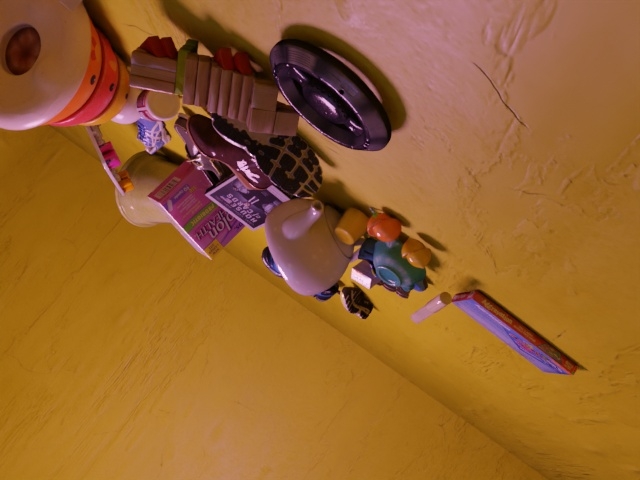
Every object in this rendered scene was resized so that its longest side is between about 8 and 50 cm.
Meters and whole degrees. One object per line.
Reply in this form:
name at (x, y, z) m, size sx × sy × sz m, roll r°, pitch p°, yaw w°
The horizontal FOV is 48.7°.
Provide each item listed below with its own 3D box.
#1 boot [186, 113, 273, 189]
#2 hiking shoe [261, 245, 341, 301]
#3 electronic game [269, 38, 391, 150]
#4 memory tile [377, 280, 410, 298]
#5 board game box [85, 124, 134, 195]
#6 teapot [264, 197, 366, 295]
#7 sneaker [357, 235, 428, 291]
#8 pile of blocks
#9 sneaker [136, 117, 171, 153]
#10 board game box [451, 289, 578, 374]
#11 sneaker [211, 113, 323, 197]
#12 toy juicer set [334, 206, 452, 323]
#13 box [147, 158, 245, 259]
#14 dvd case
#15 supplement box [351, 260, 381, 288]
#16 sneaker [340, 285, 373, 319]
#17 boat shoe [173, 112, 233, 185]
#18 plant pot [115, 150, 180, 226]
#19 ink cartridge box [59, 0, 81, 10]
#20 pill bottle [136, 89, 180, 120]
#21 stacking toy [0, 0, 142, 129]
boot at (-0.186, -0.225, 1.655) m, size 0.248 × 0.090 × 0.207 m, roll 45°, pitch 152°, yaw -17°
hiking shoe at (-0.062, 0.100, 2.487) m, size 0.304 × 0.113 × 0.132 m, roll 31°, pitch 158°, yaw -12°
electronic game at (0.014, -0.220, 1.091) m, size 0.229 × 0.048 × 0.229 m, roll 37°, pitch 168°, yaw 9°
memory tile at (0.166, 0.104, 1.839) m, size 0.148 × 0.012 × 0.113 m, roll 27°, pitch -164°, yaw 3°
board game box at (-0.698, -0.360, 2.208) m, size 0.390 × 0.050 × 0.390 m, roll 65°, pitch 169°, yaw 4°
teapot at (0.000, 0.000, 1.687) m, size 0.253 × 0.187 × 0.256 m, roll 61°, pitch -165°, yaw -18°
sneaker at (0.171, 0.074, 1.713) m, size 0.209 × 0.082 × 0.069 m, roll 40°, pitch 166°, yaw -23°
pile of blocks at (-0.181, -0.302, 1.271) m, size 0.362 × 0.149 × 0.113 m, roll 23°, pitch 122°, yaw 18°
sneaker at (-0.514, -0.329, 2.131) m, size 0.080 × 0.081 × 0.211 m, roll 35°, pitch 167°, yaw 18°
board game box at (0.435, 0.210, 1.605) m, size 0.281 × 0.027 × 0.145 m, roll 37°, pitch 170°, yaw -2°
sneaker at (-0.103, -0.201, 1.461) m, size 0.275 × 0.107 × 0.110 m, roll 42°, pitch -173°, yaw -5°
toy juicer set at (0.194, 0.048, 1.558) m, size 0.329 × 0.089 × 0.209 m, roll 49°, pitch 152°, yaw -17°
box at (-0.340, -0.108, 2.080) m, size 0.243 × 0.213 × 0.117 m, roll 52°, pitch 165°, yaw -29°
dvd case at (-0.181, -0.114, 1.892) m, size 0.179 × 0.030 × 0.238 m, roll 38°, pitch 145°, yaw -23°
supplement box at (0.131, 0.074, 1.775) m, size 0.062 × 0.098 × 0.036 m, roll 31°, pitch 135°, yaw 30°
sneaker at (0.103, 0.205, 2.430) m, size 0.094 × 0.081 × 0.208 m, roll 32°, pitch 168°, yaw 33°
boat shoe at (-0.302, -0.222, 1.902) m, size 0.109 × 0.091 × 0.305 m, roll 27°, pitch 165°, yaw 37°
plant pot at (-0.519, -0.163, 2.450) m, size 0.253 × 0.276 × 0.276 m, roll 12°, pitch 155°, yaw 37°
ink cartridge box at (-0.480, -0.511, 1.253) m, size 0.181 × 0.104 × 0.061 m, roll 41°, pitch 168°, yaw -22°
pill bottle at (-0.412, -0.341, 1.771) m, size 0.086 × 0.086 × 0.152 m, roll 42°, pitch 167°, yaw -26°
stacking toy at (-0.586, -0.401, 1.736) m, size 0.350 × 0.351 × 0.480 m, roll 33°, pitch -173°, yaw 19°
